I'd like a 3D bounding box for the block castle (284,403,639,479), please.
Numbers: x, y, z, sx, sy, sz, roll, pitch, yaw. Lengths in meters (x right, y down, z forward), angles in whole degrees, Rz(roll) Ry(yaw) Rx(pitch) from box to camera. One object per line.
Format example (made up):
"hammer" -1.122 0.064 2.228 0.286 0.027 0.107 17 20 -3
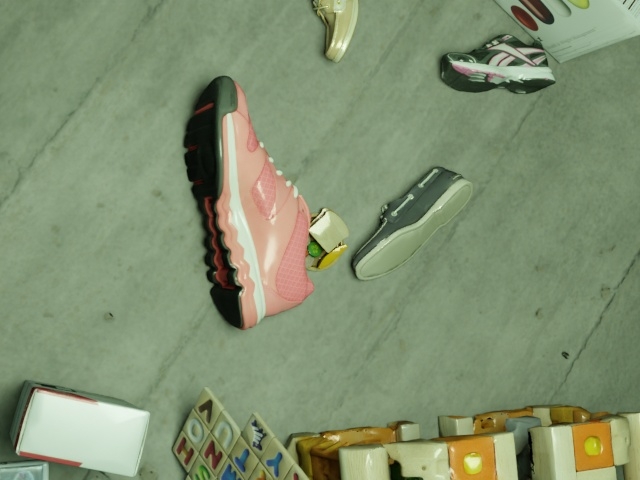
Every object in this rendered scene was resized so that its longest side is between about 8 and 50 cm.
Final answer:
"block castle" 0.193 0.332 1.150 0.453 0.303 0.213 -2 83 -20

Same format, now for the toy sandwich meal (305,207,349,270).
"toy sandwich meal" 0.000 0.000 1.231 0.085 0.029 0.085 1 88 -20

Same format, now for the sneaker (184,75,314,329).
"sneaker" -0.082 -0.052 1.175 0.136 0.116 0.314 -12 100 -28

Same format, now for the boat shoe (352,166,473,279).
"boat shoe" 0.115 -0.026 1.271 0.206 0.075 0.065 -39 58 -12

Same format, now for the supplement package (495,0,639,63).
"supplement package" 0.353 -0.382 1.286 0.203 0.194 0.149 39 75 -14

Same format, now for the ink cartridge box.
"ink cartridge box" -0.276 0.208 1.048 0.127 0.175 0.072 16 80 -19

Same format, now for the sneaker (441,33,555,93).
"sneaker" 0.246 -0.255 1.319 0.178 0.072 0.077 1 76 -28

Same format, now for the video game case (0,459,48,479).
"video game case" -0.405 0.357 1.076 0.173 0.022 0.190 0 88 -20

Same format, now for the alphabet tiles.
"alphabet tiles" -0.092 0.294 1.083 0.009 0.198 0.237 -8 46 -46

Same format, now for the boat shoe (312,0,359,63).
"boat shoe" 0.018 -0.319 1.236 0.059 0.063 0.170 13 74 -17
